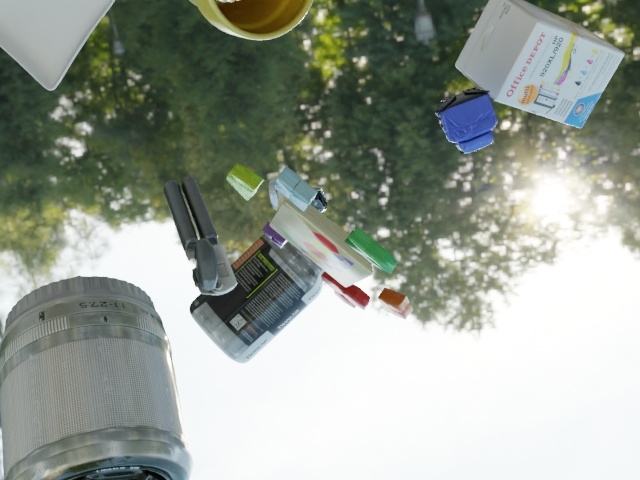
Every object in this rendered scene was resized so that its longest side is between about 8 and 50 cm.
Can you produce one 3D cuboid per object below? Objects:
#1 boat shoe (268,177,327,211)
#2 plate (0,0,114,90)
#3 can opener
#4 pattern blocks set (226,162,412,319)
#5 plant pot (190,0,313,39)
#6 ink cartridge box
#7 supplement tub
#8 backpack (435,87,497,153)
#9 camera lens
[{"bbox_3d":[-0.045,-0.094,1.791,0.083,0.065,0.183,-8,170,15],"label":"boat shoe"},{"bbox_3d":[-0.603,-0.517,1.889,0.277,0.278,0.045,-50,172,16],"label":"plate"},{"bbox_3d":[-0.227,-0.015,1.632,0.074,0.093,0.280,-11,-127,-21],"label":"can opener"},{"bbox_3d":[0.000,0.000,1.087,0.026,0.285,0.325,-51,-170,-12],"label":"pattern blocks set"},{"bbox_3d":[-0.170,-0.542,1.743,0.254,0.254,0.239,-18,-155,-28],"label":"plant pot"},{"bbox_3d":[0.421,-0.350,1.674,0.233,0.171,0.168,11,-152,-30],"label":"ink cartridge box"},{"bbox_3d":[-0.129,0.115,1.981,0.316,0.193,0.193,-43,-159,-2],"label":"supplement tub"},{"bbox_3d":[0.250,-0.209,1.496,0.098,0.101,0.120,-15,-163,6],"label":"backpack"},{"bbox_3d":[-0.286,0.211,1.086,0.219,0.219,0.274,-12,-127,-10],"label":"camera lens"}]
